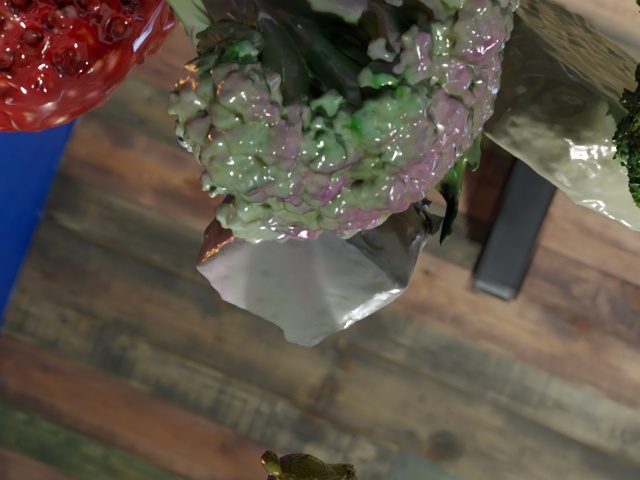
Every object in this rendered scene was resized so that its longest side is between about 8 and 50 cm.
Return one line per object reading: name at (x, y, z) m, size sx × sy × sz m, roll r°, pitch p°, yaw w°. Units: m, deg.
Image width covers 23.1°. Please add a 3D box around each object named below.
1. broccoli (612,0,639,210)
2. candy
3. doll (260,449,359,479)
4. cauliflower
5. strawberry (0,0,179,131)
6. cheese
broccoli at (0.458, -0.167, 1.396) m, size 0.321 × 0.413 × 0.310 m, roll 21°, pitch 175°, yaw 38°
candy at (0.000, 0.000, 1.588) m, size 0.185 × 0.195 × 0.137 m, roll 38°, pitch -136°, yaw -20°
doll at (0.014, 0.280, 1.694) m, size 0.137 × 0.097 × 0.209 m, roll 46°, pitch -173°, yaw 23°
cauliflower at (-0.023, -0.126, 0.899) m, size 0.315 × 0.239 × 0.256 m, roll 43°, pitch 162°, yaw -2°
strawberry at (-0.322, -0.286, 1.672) m, size 0.318 × 0.295 × 0.345 m, roll -13°, pitch 161°, yaw 8°
cheese at (0.272, -0.139, 1.630) m, size 0.326 × 0.115 × 0.318 m, roll 38°, pitch -158°, yaw 5°
